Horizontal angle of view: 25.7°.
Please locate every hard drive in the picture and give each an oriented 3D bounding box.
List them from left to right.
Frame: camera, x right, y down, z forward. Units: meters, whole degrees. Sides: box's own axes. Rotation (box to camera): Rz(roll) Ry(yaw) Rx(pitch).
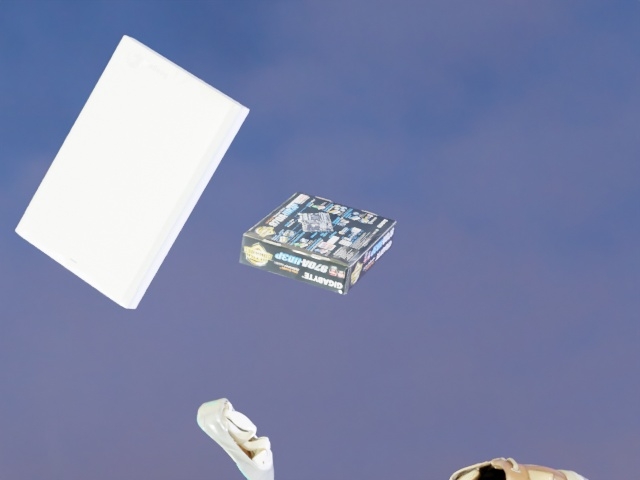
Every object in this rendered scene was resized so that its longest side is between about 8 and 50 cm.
[{"bbox_3d":[-0.255,-0.092,1.879,0.307,0.203,0.040,-60,-18,7],"label":"hard drive"}]

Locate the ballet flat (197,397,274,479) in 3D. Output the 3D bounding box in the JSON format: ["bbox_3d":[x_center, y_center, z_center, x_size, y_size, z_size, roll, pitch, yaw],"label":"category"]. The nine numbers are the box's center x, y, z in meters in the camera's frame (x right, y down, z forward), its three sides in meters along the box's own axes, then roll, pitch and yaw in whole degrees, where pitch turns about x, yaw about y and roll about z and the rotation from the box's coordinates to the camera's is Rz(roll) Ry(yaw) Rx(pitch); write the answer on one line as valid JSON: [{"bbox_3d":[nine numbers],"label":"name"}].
[{"bbox_3d":[-0.126,0.347,2.390,0.068,0.072,0.213,-25,-57,25],"label":"ballet flat"}]

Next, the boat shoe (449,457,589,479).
[{"bbox_3d":[0.198,0.303,1.631,0.116,0.123,0.324,20,-20,-12],"label":"boat shoe"}]

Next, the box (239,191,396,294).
[{"bbox_3d":[0.000,0.000,2.160,0.175,0.220,0.051,17,-65,16],"label":"box"}]
